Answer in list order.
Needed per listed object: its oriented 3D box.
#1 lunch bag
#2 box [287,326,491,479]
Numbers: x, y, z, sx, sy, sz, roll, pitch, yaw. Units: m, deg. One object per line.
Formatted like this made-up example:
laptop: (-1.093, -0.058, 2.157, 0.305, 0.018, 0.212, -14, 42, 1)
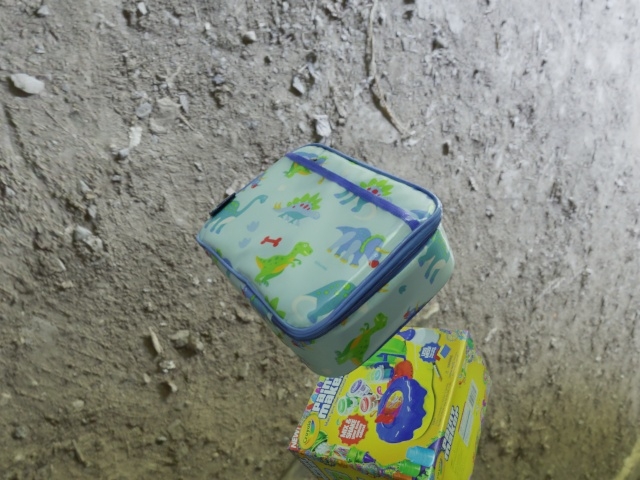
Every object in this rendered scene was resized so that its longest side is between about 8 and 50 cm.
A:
lunch bag: (0.000, 0.000, 0.452, 0.176, 0.219, 0.090, -39, 132, -12)
box: (0.142, 0.332, 0.934, 0.177, 0.279, 0.290, 57, 45, -33)
